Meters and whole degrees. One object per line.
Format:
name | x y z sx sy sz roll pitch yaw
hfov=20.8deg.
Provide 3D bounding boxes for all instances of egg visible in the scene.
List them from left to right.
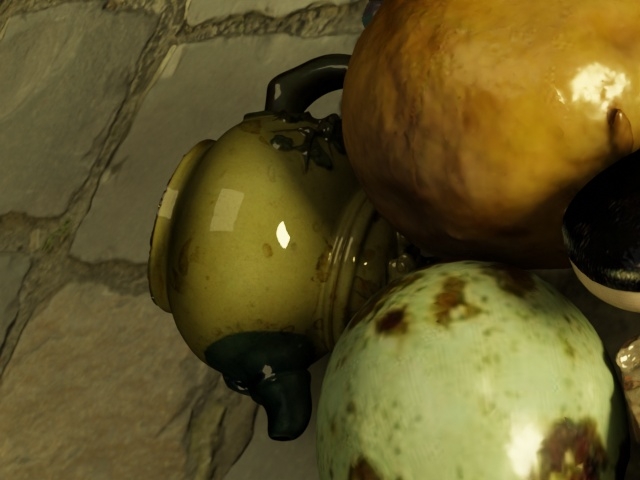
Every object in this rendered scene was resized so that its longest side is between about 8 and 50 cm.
egg | 0.081 0.120 0.935 0.169 0.169 0.231 -16 59 34

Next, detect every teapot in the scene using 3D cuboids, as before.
teapot | 0.000 0.000 1.129 0.183 0.173 0.269 15 68 17

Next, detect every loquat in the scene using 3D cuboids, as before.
loquat | 0.121 -0.084 1.020 0.238 0.193 0.238 -1 29 0

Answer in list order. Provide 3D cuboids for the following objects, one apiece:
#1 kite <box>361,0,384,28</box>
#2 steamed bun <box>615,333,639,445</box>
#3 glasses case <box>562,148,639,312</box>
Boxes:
kite | 0.120 -0.168 1.250 0.234 0.016 0.321 -5 57 39
steamed bun | 0.230 0.086 0.869 0.145 0.106 0.175 -37 37 11
glasses case | 0.273 -0.039 0.874 0.314 0.075 0.122 -20 28 -5
